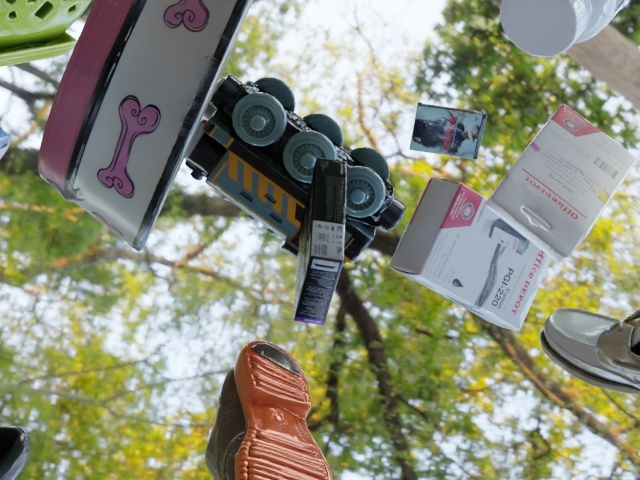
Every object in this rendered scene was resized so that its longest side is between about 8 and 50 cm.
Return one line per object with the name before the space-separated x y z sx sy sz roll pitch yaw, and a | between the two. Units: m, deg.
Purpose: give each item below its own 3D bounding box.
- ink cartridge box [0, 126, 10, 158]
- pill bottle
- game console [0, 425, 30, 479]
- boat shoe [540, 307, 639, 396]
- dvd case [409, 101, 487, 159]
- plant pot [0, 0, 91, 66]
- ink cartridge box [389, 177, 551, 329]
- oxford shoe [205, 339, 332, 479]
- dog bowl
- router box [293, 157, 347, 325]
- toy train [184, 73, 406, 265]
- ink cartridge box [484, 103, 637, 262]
ink cartridge box | -0.412 -0.104 0.627 0.395 0.151 0.270 50 -59 10
pill bottle | 0.266 -0.271 1.075 0.112 0.112 0.187 -1 -145 43
game console | -0.304 0.123 0.371 0.293 0.250 0.173 -15 -125 34
boat shoe | 0.409 0.137 1.299 0.302 0.113 0.103 23 -48 44
dvd case | 0.217 -0.186 1.760 0.013 0.119 0.087 -84 -178 -60
plant pot | -0.490 -0.398 1.577 0.227 0.228 0.207 36 -57 19
ink cartridge box | 0.239 0.022 1.586 0.092 0.218 0.159 17 -100 61
oxford shoe | -0.075 0.290 1.294 0.133 0.130 0.364 -53 -158 26
dog bowl | -0.198 -0.201 1.221 0.408 0.150 0.408 -156 -90 -82
router box | 0.000 0.000 1.349 0.133 0.046 0.179 106 -9 -47
toy train | -0.042 -0.093 1.504 0.190 0.334 0.142 -51 -171 21
ink cartridge box | 0.275 -0.058 1.212 0.198 0.115 0.067 -47 172 -35
